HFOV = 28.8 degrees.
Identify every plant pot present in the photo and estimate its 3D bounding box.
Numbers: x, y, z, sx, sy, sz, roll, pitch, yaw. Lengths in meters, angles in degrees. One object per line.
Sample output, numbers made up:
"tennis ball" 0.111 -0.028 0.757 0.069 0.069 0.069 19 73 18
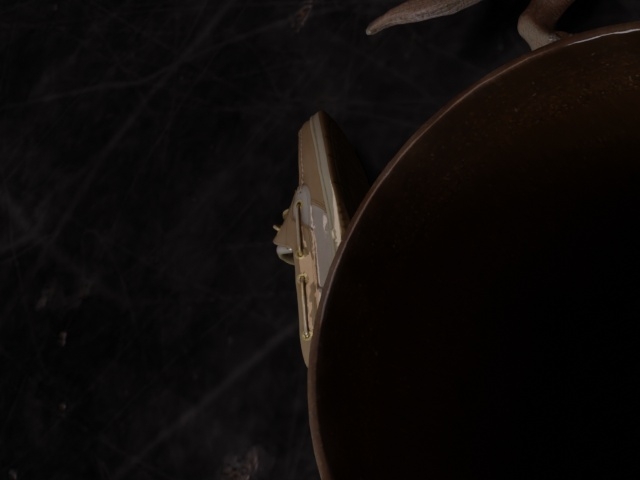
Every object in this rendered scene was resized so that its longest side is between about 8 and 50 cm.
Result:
"plant pot" 0.147 0.068 0.479 0.215 0.230 0.215 -18 57 30

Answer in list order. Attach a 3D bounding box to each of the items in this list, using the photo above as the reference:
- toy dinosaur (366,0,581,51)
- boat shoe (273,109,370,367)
"toy dinosaur" 0.148 -0.227 0.716 0.295 0.127 0.200 -44 35 33
"boat shoe" 0.000 0.000 0.743 0.059 0.063 0.170 -22 56 21
